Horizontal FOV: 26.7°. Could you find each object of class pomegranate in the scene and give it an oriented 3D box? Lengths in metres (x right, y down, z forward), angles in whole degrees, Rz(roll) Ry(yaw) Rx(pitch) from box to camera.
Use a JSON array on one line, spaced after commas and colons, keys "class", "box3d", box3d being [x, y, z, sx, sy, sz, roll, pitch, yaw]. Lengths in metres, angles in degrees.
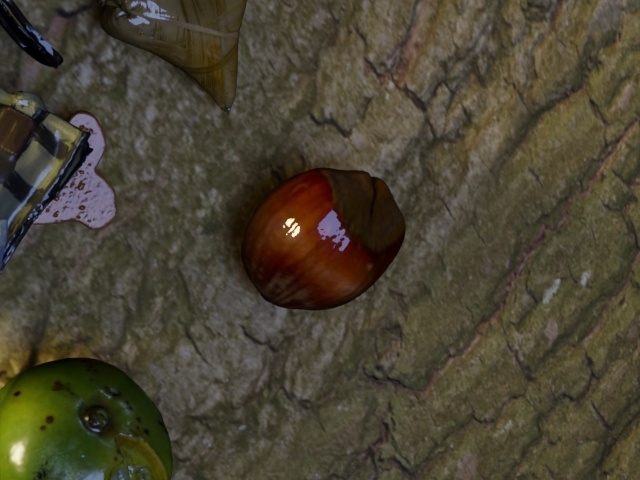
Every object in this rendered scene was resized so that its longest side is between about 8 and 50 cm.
[{"class": "pomegranate", "box3d": [-0.305, 0.280, 1.647, 0.236, 0.236, 0.302, -22, 150, -29]}]

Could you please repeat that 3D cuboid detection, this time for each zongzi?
[{"class": "zongzi", "box3d": [-0.175, -0.235, 1.632, 0.194, 0.099, 0.197, -12, 119, -33]}]

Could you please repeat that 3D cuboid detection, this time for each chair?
[{"class": "chair", "box3d": [-0.344, -0.306, 1.474, 0.113, 0.106, 0.229, -53, 129, -8]}]

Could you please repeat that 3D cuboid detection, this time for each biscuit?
[{"class": "biscuit", "box3d": [-0.364, -0.069, 1.570, 0.250, 0.036, 0.165, -13, 108, -23]}]

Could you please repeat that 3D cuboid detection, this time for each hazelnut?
[{"class": "hazelnut", "box3d": [-0.001, -0.002, 1.797, 0.212, 0.181, 0.181, 30, 58, -40]}]

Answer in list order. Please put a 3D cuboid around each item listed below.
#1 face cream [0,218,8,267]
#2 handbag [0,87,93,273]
[{"class": "face cream", "box3d": [-0.391, 0.168, 1.367, 0.136, 0.086, 0.385, 2, 94, -39]}, {"class": "handbag", "box3d": [-0.456, -0.071, 1.418, 0.325, 0.162, 0.327, 41, 78, -27]}]
